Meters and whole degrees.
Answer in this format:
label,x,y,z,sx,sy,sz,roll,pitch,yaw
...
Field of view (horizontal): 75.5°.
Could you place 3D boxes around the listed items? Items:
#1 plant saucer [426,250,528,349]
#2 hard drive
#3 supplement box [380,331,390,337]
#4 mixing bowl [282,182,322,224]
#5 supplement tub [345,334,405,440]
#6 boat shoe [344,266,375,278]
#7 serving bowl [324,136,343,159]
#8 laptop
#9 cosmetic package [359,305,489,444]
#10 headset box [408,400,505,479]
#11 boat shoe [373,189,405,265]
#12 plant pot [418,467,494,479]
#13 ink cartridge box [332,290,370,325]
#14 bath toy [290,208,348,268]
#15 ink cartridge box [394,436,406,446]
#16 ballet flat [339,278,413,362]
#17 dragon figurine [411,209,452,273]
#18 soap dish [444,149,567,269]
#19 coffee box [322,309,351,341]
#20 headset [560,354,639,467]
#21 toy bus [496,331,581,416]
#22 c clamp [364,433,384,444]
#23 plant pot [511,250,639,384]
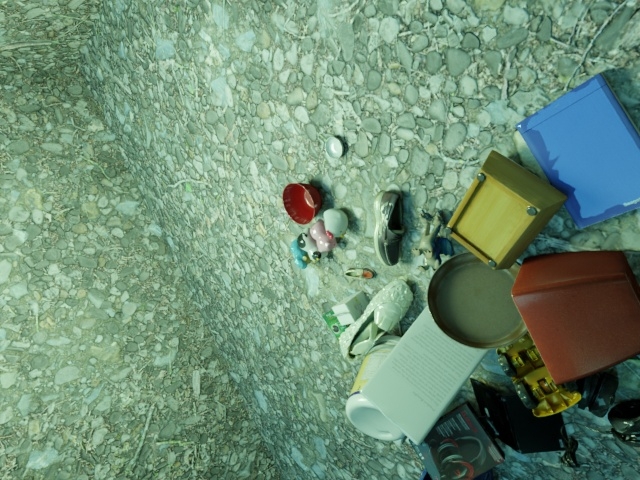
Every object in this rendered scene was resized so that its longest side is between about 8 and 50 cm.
label,x,y,z,sx,sy,sz,roll,pitch,yaw
plant saucer,0.484,0.179,1.254,0.311,0.310,0.050,32,169,29
hard drive,0.656,-0.207,1.006,0.210,0.040,0.318,-33,88,49
supplement box,0.276,0.427,1.749,0.083,0.043,0.055,46,137,15
mixing bowl,-0.061,-0.164,1.707,0.182,0.098,0.181,23,126,36
supplement tub,0.257,0.555,1.585,0.241,0.331,0.240,14,130,18
boat shoe,0.162,0.137,1.698,0.137,0.043,0.049,5,113,42
serving bowl,0.056,-0.346,1.539,0.083,0.027,0.083,23,126,35
laptop,0.693,0.605,1.457,0.234,0.137,0.264,70,164,-10
cosmetic package,0.364,0.391,1.334,0.230,0.453,0.161,37,172,25
headset box,0.514,0.756,1.531,0.293,0.110,0.218,-37,66,11
boat shoe,0.252,-0.036,1.466,0.092,0.103,0.284,12,114,47
plant pot,0.565,0.989,1.647,0.236,0.236,0.212,-26,100,49
ink cartridge box,0.127,0.289,1.743,0.092,0.143,0.089,-29,90,49
bath toy,0.000,0.000,1.720,0.152,0.128,0.348,29,142,-16
ink cartridge box,0.338,0.751,1.759,0.140,0.191,0.082,28,130,32
ballet flat,0.218,0.329,1.594,0.147,0.147,0.408,45,117,17
dragon figurine,0.384,0.036,1.381,0.085,0.144,0.289,7,134,45
soap dish,0.495,-0.072,1.161,0.229,0.118,0.290,44,143,25
coffee box,0.096,0.403,1.917,0.184,0.040,0.113,55,138,6
headset,0.809,0.474,1.133,0.243,0.185,0.394,41,124,22
toy bus,0.641,0.375,1.236,0.150,0.211,0.220,-35,77,20
c clamp,0.247,0.952,2.100,0.137,0.022,0.160,-21,98,54
plant pot,0.677,0.167,1.052,0.236,0.267,0.267,-26,93,38
